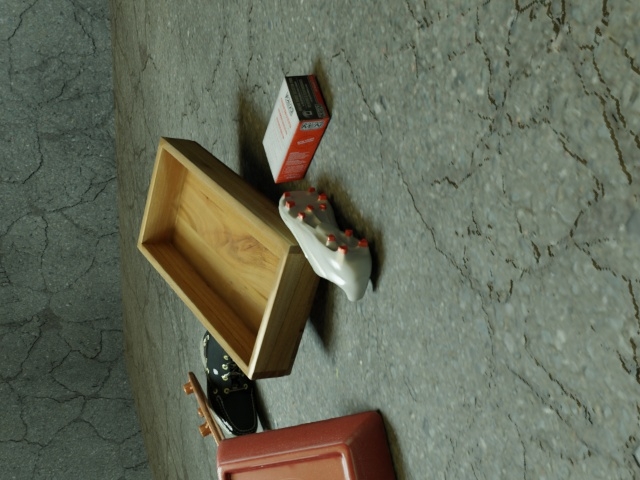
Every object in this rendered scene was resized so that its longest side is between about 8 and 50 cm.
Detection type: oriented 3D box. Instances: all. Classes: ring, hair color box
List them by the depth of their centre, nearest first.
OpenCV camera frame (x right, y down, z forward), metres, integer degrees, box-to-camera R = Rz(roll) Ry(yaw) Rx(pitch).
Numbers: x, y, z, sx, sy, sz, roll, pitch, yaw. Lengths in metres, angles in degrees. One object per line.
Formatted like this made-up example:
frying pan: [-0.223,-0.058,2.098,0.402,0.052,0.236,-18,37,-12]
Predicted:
hair color box: [-0.035,-0.142,0.946,0.141,0.043,0.072,119,137,-59]
ring: [-0.196,0.416,1.439,0.337,0.032,0.336,61,169,21]

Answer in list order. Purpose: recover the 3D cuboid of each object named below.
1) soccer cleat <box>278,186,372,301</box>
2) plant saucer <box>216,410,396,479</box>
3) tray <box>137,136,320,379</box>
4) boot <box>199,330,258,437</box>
soccer cleat: [0.000,0.000,0.886,0.196,0.068,0.076,-132,36,-50]
plant saucer: [-0.019,0.359,0.886,0.258,0.047,0.259,-19,76,30]
tray: [-0.150,0.009,1.101,0.411,0.076,0.203,37,118,45]
boot: [-0.163,0.238,1.363,0.236,0.085,0.179,68,152,28]
